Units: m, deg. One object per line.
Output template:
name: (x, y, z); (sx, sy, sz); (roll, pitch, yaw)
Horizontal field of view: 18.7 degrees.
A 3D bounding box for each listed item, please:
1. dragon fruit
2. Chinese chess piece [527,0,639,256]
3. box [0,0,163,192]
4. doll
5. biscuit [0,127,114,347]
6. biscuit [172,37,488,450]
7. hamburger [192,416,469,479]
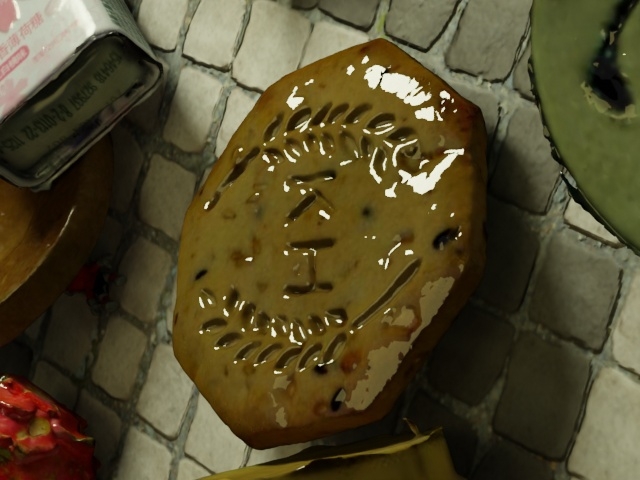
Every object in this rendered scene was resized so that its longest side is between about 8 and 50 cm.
dragon fruit: (-0.318, 0.256, 1.845); (0.205, 0.210, 0.268); (-158, 73, -64)
Chinese chess piece: (0.298, -0.132, 1.235); (0.349, 0.146, 0.349); (12, 109, 38)
box: (-0.296, -0.227, 1.900); (0.190, 0.112, 0.370); (-40, 50, 13)
doll: (-0.237, 0.031, 1.901); (0.114, 0.039, 0.057); (23, 134, 32)
biscuit: (-0.345, -0.001, 1.941); (0.367, 0.063, 0.314); (-30, 40, 27)
biscuit: (0.000, -0.001, 1.604); (0.359, 0.046, 0.359); (-22, 56, 36)
hamburger: (0.000, 0.271, 1.472); (0.276, 0.276, 0.237); (-18, 83, 43)
